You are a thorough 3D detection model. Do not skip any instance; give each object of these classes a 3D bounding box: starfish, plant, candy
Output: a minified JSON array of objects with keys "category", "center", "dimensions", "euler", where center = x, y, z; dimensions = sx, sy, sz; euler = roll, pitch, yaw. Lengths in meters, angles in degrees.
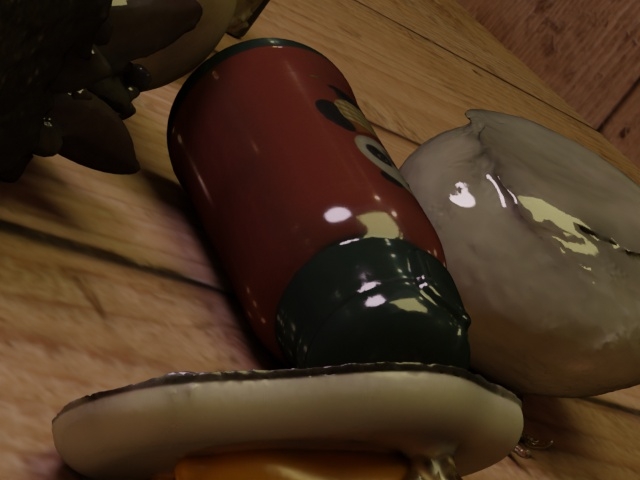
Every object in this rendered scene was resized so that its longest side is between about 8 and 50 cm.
[{"category":"starfish","center":[0.133,0.131,1.260],"dimensions":[0.091,0.028,0.078],"euler":[34,21,-23]},{"category":"plant","center":[-0.200,-0.126,0.979],"dimensions":[0.194,0.182,0.320],"euler":[41,20,14]},{"category":"candy","center":[0.169,0.025,1.359],"dimensions":[0.295,0.185,0.295],"euler":[27,24,-13]}]

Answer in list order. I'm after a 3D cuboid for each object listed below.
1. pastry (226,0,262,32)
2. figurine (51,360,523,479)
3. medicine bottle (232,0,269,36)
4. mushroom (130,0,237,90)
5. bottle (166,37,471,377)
[{"category":"pastry","center":[-0.162,-0.313,1.562],"dimensions":[0.329,0.136,0.330],"euler":[35,15,-11]},{"category":"figurine","center":[-0.003,0.147,0.814],"dimensions":[0.250,0.166,0.141],"euler":[2,69,-24]},{"category":"medicine bottle","center":[-0.049,-0.309,1.810],"dimensions":[0.057,0.199,0.057],"euler":[34,14,-10]},{"category":"mushroom","center":[-0.164,-0.228,1.232],"dimensions":[0.246,0.202,0.246],"euler":[25,-17,8]},{"category":"bottle","center":[0.000,0.000,1.139],"dimensions":[0.144,0.144,0.336],"euler":[28,20,-33]}]
